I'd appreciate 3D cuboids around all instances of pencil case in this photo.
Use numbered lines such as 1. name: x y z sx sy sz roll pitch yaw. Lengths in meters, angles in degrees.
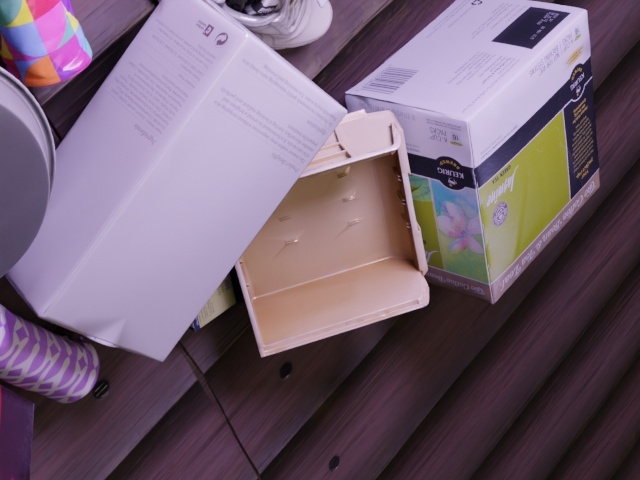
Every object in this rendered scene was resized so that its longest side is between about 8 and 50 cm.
1. pencil case: -0.345 0.124 1.440 0.206 0.086 0.088 37 44 -52
2. pencil case: -0.313 -0.276 1.275 0.104 0.104 0.236 -39 135 -30

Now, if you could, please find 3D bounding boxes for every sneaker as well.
1. sneaker: -0.073 -0.293 1.525 0.292 0.118 0.110 6 101 -51

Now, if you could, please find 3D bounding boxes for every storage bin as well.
1. storage bin: 0.006 -0.013 1.652 0.260 0.123 0.262 -17 125 -4

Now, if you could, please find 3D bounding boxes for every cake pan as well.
1. cake pan: -0.402 -0.050 1.242 0.293 0.054 0.293 -16 127 -23

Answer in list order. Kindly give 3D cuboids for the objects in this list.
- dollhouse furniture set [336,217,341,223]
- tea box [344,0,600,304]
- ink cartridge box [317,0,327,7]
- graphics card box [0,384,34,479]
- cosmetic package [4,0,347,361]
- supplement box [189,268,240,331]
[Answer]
1. dollhouse furniture set: 0.000 0.000 1.772 0.091 0.081 0.114 14 96 -50
2. tea box: 0.237 -0.143 1.831 0.329 0.220 0.324 -42 133 -35
3. ink cartridge box: 0.008 -0.447 1.412 0.275 0.060 0.239 -57 145 -25
4. graphics card box: -0.419 0.228 1.251 0.371 0.094 0.233 54 31 -60
5. cosmetic package: -0.175 -0.069 1.419 0.385 0.156 0.217 -51 141 5
6. supplement box: -0.161 0.059 1.636 0.083 0.056 0.083 -35 131 -33
